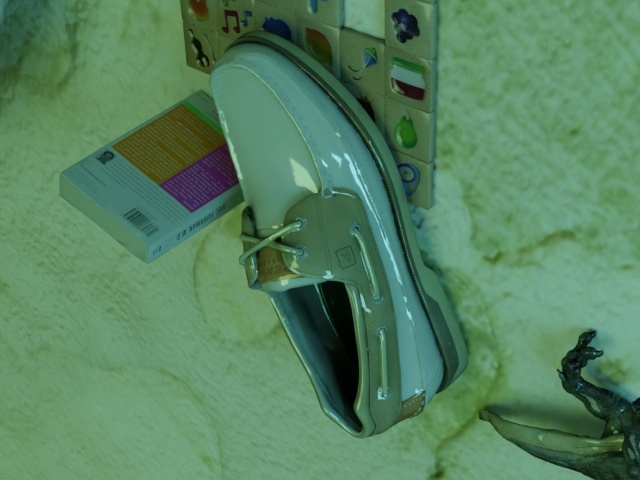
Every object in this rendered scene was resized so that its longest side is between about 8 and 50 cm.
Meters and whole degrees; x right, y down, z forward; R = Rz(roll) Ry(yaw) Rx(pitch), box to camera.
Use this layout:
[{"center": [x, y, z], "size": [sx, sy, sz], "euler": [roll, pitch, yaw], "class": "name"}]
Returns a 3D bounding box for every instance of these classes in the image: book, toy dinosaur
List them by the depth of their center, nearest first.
[{"center": [0.199, 0.133, 0.878], "size": [0.268, 0.064, 0.118], "euler": [22, 138, 40], "class": "toy dinosaur"}, {"center": [-0.110, -0.049, 0.998], "size": [0.096, 0.144, 0.035], "euler": [37, 139, 22], "class": "book"}]

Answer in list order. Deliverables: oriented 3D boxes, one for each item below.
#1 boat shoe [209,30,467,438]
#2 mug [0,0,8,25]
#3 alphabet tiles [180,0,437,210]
[{"center": [0.000, 0.000, 0.939], "size": [0.113, 0.103, 0.302], "euler": [-14, 109, 52], "class": "boat shoe"}, {"center": [-0.433, -0.246, 1.095], "size": [0.328, 0.276, 0.374], "euler": [-25, 96, 45], "class": "mug"}, {"center": [-0.015, -0.144, 0.939], "size": [0.237, 0.009, 0.198], "euler": [25, 134, 33], "class": "alphabet tiles"}]
